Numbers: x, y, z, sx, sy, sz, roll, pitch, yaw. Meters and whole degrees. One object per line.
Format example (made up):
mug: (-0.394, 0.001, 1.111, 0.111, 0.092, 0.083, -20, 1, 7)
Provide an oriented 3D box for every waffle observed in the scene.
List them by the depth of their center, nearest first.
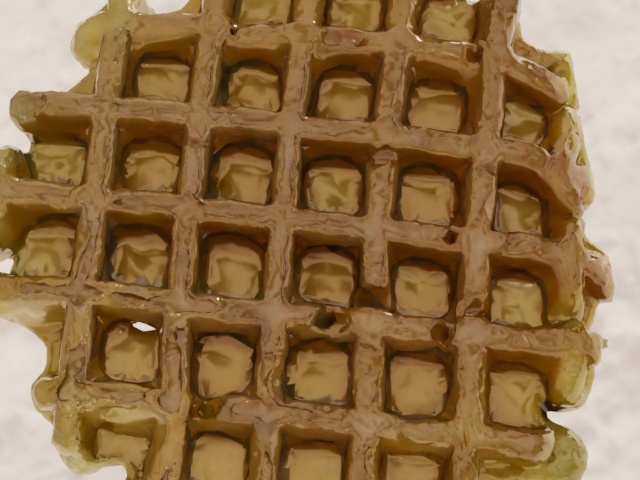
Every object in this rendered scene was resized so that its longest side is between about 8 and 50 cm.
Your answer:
waffle: (-0.005, -0.001, 0.534, 0.191, 0.038, 0.191, 0, 74, 1)
